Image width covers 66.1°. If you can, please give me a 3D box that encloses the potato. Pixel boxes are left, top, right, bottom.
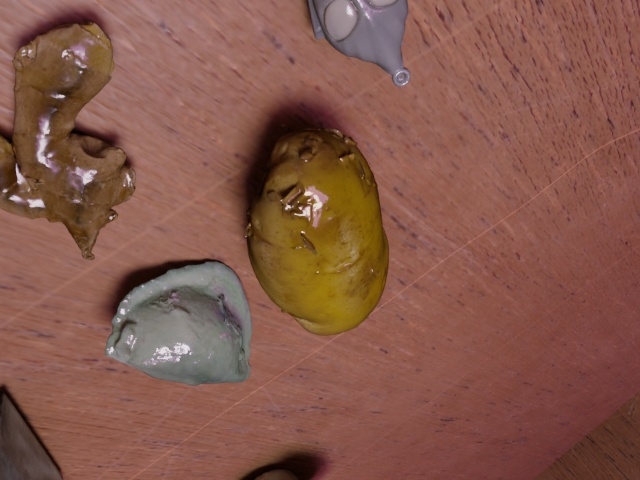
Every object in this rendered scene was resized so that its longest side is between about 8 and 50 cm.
[{"bbox_3d":[0.000,0.000,0.583,0.173,0.140,0.300,-32,140,-12],"label":"potato"}]

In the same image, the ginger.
[{"bbox_3d":[-0.223,-0.089,0.449,0.133,0.059,0.214,24,110,-31],"label":"ginger"}]

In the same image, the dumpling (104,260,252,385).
[{"bbox_3d":[-0.150,0.115,0.615,0.149,0.105,0.217,-44,133,10],"label":"dumpling"}]

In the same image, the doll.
[{"bbox_3d":[0.027,-0.237,0.457,0.102,0.075,0.227,-27,125,16],"label":"doll"}]

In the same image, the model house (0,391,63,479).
[{"bbox_3d":[-0.450,0.335,0.587,0.207,0.178,0.271,-13,134,-17],"label":"model house"}]

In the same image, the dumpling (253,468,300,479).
[{"bbox_3d":[-0.080,0.538,0.983,0.227,0.243,0.175,2,86,-51],"label":"dumpling"}]
